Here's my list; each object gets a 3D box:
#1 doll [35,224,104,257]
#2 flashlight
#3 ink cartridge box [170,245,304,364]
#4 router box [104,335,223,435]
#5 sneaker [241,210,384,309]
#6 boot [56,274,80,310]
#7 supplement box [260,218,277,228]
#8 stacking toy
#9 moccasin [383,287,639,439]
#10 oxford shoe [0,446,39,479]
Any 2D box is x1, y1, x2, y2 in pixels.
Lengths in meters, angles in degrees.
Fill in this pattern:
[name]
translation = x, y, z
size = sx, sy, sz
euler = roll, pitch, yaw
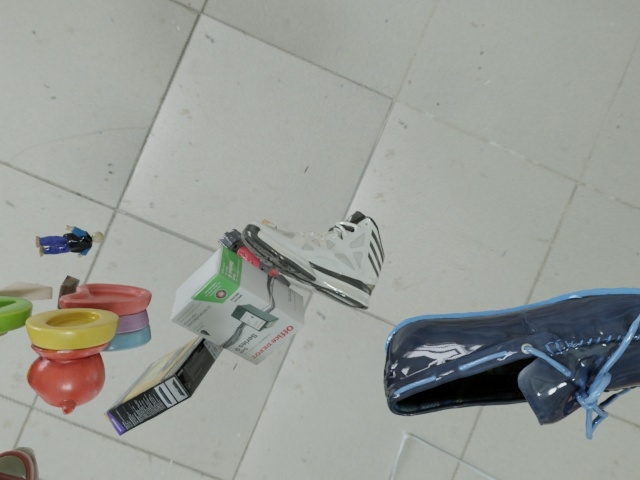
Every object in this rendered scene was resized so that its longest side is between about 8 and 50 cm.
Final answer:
[doll]
translation = -0.763, 0.002, 1.612
size = 0.189, 0.046, 0.129
euler = -8, 131, -14
[flashlight]
translation = -0.233, 0.085, 1.801
size = 0.304, 0.103, 0.103
euler = 42, 86, 23
[ink cartridge box]
translation = -0.213, 0.180, 1.401
size = 0.289, 0.121, 0.211
euler = 35, 117, -27
[router box]
translation = -0.434, 0.395, 1.509
size = 0.243, 0.309, 0.081
euler = -31, 98, 11
[sneaker]
translation = 0.000, 0.000, 1.531
size = 0.447, 0.169, 0.257
euler = 31, 75, -25
[boot]
translation = -0.551, 0.128, 1.177
size = 0.037, 0.106, 0.114
euler = 15, 101, 3
[supplement box]
translation = -0.186, -0.023, 1.899
size = 0.062, 0.098, 0.036
euler = 26, 56, 26
[stacking toy]
translation = -0.432, 0.159, 0.850
size = 0.279, 0.309, 0.130
euler = 4, 96, 1
[moccasin]
translation = 0.228, 0.140, 0.540
size = 0.342, 0.117, 0.138
euler = -17, 126, 34
[oxford shoe]
translation = -0.679, 0.634, 1.157
size = 0.123, 0.130, 0.348
euler = 10, 79, -8
